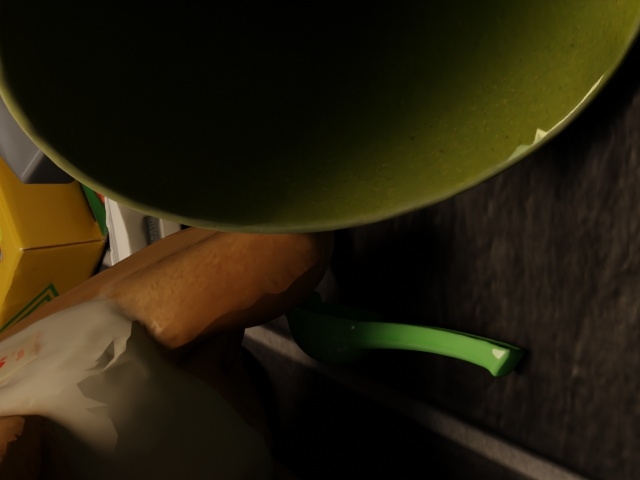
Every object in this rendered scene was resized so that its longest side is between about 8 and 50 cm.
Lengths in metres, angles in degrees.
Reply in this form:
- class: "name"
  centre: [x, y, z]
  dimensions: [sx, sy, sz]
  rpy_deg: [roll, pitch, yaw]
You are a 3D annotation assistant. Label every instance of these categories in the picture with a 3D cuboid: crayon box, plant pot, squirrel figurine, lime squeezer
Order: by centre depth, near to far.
- class: "plant pot"
  centre: [-0.020, -0.201, 0.713]
  dimensions: [0.274, 0.275, 0.293]
  rpy_deg: [115, 152, -45]
- class: "squirrel figurine"
  centre: [-0.105, 0.227, 0.899]
  dimensions: [0.397, 0.281, 0.370]
  rpy_deg: [-15, 113, 44]
- class: "lime squeezer"
  centre: [0.000, 0.000, 0.906]
  dimensions: [0.310, 0.059, 0.110]
  rpy_deg: [56, 142, 39]
- class: "crayon box"
  centre: [-0.276, -0.014, 1.368]
  dimensions: [0.202, 0.081, 0.318]
  rpy_deg: [64, 146, 28]

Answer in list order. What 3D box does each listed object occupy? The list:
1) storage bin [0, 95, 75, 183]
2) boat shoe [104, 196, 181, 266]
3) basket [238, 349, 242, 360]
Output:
- class: "storage bin"
  centre: [-0.210, -0.110, 1.192]
  dimensions: [0.135, 0.098, 0.091]
  rpy_deg: [-51, 62, 28]
- class: "boat shoe"
  centre: [-0.129, -0.031, 1.129]
  dimensions: [0.063, 0.066, 0.184]
  rpy_deg: [26, 130, 55]
- class: "basket"
  centre: [-0.123, 0.182, 1.084]
  dimensions: [0.204, 0.154, 0.226]
  rpy_deg: [17, 109, 40]
